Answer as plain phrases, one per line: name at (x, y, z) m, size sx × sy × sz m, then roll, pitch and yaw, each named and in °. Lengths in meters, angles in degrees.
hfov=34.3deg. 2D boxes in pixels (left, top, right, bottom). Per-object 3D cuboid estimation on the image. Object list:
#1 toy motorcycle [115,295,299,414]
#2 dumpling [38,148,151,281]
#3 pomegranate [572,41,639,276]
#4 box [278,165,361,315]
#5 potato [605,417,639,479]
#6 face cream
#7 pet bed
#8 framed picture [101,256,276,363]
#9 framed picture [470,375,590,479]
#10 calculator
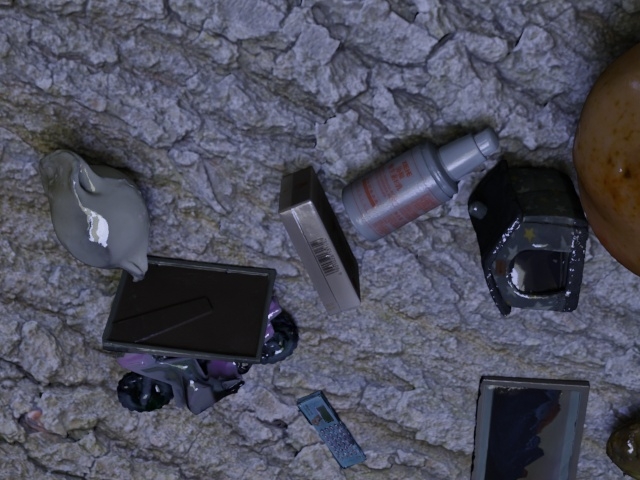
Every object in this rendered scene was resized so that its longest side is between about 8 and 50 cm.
toy motorcycle at (-0.204, 0.181, 1.744) m, size 0.327 × 0.143 × 0.188 m, roll -22°, pitch 129°, yaw 0°
dumpling at (-0.367, -0.042, 1.657) m, size 0.193 × 0.147 × 0.258 m, roll 16°, pitch 142°, yaw 43°
pomegranate at (0.533, -0.123, 1.390) m, size 0.412 × 0.411 × 0.411 m, roll 2°, pitch 118°, yaw 4°
box at (0.000, 0.000, 1.638) m, size 0.058 × 0.141 × 0.201 m, roll -22°, pitch 116°, yaw 10°
potato at (0.640, 0.364, 1.771) m, size 0.296 × 0.141 × 0.191 m, roll 9°, pitch 135°, yaw 0°
face cream at (0.160, -0.097, 1.593) m, size 0.252 × 0.101 × 0.101 m, roll -30°, pitch 111°, yaw 19°
pet bed at (0.302, -0.005, 1.565) m, size 0.159 × 0.211 × 0.183 m, roll 2°, pitch 121°, yaw 2°
framed picture at (-0.211, 0.109, 1.695) m, size 0.260 × 0.189 × 0.023 m, roll 5°, pitch 141°, yaw 2°
framed picture at (0.372, 0.359, 1.863) m, size 0.192 × 0.018 × 0.265 m, roll 2°, pitch 118°, yaw 6°
calculator at (0.020, 0.349, 1.892) m, size 0.057 × 0.018 × 0.172 m, roll -26°, pitch 111°, yaw 16°
